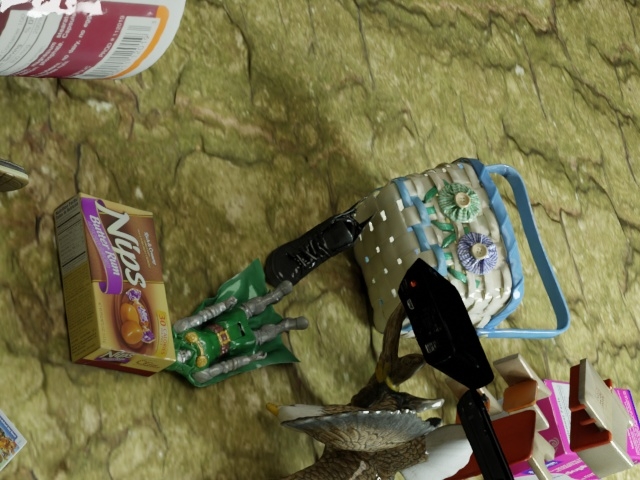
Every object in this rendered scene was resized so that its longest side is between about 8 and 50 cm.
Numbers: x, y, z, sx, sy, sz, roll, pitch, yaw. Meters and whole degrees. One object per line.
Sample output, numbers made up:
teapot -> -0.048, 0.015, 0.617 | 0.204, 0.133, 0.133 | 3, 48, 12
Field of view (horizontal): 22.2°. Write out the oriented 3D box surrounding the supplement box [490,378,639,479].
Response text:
supplement box -> 0.345, 0.268, 2.274 | 0.220, 0.111, 0.114 | 12, 57, -46

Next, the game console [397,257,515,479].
game console -> 0.186, 0.198, 1.904 | 0.361, 0.044, 0.213 | 69, 13, 18

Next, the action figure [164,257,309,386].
action figure -> -0.106, 0.109, 1.881 | 0.232, 0.063, 0.137 | -24, 88, -52

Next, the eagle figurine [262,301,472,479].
eagle figurine -> 0.032, 0.235, 1.849 | 0.298, 0.225, 0.226 | -57, 131, -64

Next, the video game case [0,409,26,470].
video game case -> -0.342, 0.195, 1.562 | 0.087, 0.011, 0.122 | 52, 36, -9

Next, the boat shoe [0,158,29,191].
boat shoe -> -0.369, -0.088, 1.696 | 0.152, 0.056, 0.049 | 16, 58, -44

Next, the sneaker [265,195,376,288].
sneaker -> 0.001, 0.002, 2.061 | 0.051, 0.089, 0.170 | 57, 35, -3

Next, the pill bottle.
pill bottle -> -0.347, -0.284, 1.722 | 0.392, 0.224, 0.224 | -5, 69, -53

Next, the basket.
basket -> 0.196, 0.021, 2.190 | 0.289, 0.201, 0.255 | -3, 67, -41

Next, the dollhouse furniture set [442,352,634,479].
dollhouse furniture set -> 0.249, 0.247, 2.043 | 0.135, 0.259, 0.262 | 50, 33, -30

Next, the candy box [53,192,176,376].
candy box -> -0.225, 0.049, 1.779 | 0.109, 0.053, 0.187 | 17, 54, -44
